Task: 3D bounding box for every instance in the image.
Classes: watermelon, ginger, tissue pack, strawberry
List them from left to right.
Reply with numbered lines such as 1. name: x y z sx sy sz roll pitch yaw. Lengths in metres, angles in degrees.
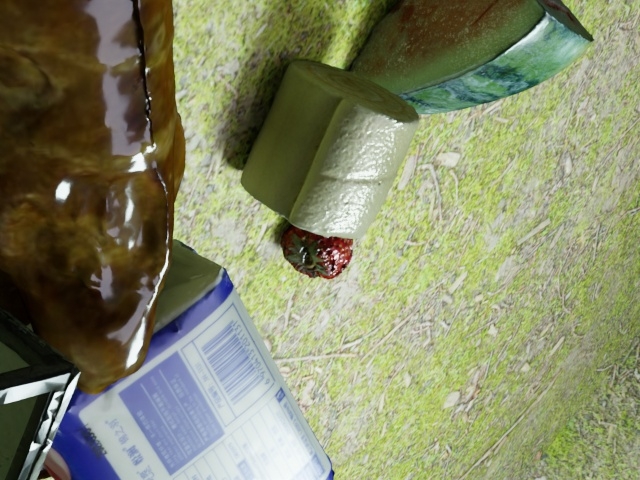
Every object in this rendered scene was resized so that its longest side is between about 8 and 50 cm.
1. ginger: -0.184 -0.115 0.979 0.176 0.254 0.418 -8 128 -4
2. tissue pack: -0.132 0.155 1.174 0.209 0.137 0.270 -37 127 -13
3. strawberry: 0.000 0.000 1.556 0.096 0.083 0.083 -71 173 -48
4. watermelon: 0.149 -0.241 1.490 0.261 0.201 0.213 -19 172 28

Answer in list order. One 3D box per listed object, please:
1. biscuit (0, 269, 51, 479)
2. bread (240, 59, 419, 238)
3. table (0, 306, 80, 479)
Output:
1. biscuit: -0.240 0.108 1.198 0.212 0.036 0.212 -7 101 -38
2. bread: 0.010 -0.091 1.375 0.134 0.148 0.141 9 113 -42
3. table: -0.382 0.189 0.940 0.272 0.222 0.335 -10 128 -58
